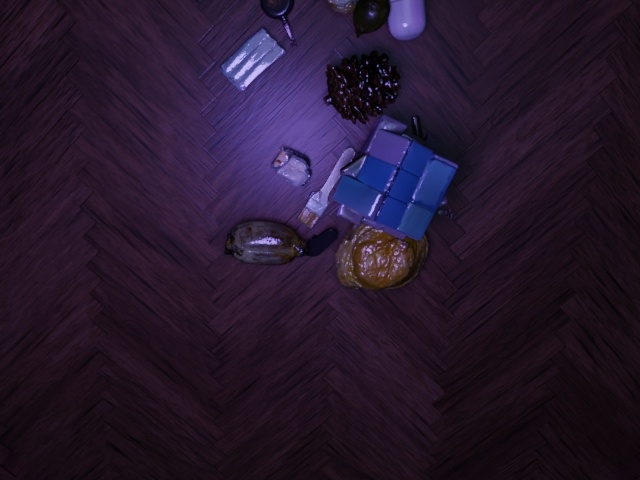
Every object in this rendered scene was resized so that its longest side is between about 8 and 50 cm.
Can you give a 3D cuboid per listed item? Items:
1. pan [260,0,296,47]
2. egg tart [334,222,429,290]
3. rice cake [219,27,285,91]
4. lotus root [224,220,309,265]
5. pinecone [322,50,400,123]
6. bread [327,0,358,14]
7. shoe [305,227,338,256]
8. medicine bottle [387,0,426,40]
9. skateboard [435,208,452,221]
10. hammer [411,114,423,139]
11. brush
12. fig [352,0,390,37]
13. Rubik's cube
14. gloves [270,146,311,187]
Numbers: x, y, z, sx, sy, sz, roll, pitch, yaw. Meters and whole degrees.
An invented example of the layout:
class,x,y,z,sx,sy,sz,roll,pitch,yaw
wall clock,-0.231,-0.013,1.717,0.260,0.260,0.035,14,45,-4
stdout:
class,x,y,z,sx,sy,sz,roll,pitch,yaw
pan,-0.129,-0.754,1.658,0.115,0.040,0.212,-18,106,11
egg tart,0.234,0.047,1.846,0.352,0.153,0.339,7,103,-4
rice cake,-0.235,-0.618,1.699,0.211,0.038,0.124,-43,103,12
lotus root,-0.195,0.018,1.833,0.309,0.173,0.173,4,107,-1
pinecone,0.139,-0.507,1.645,0.273,0.224,0.224,-18,106,-8
bread,0.043,-0.847,1.610,0.128,0.088,0.232,-40,96,2
shoe,0.000,0.000,1.879,0.071,0.049,0.179,38,126,-22
medicine bottle,0.265,-0.825,1.591,0.130,0.130,0.340,-8,107,2
skateboard,0.462,-0.096,1.835,0.064,0.083,0.032,5,107,-1
hammer,0.368,-0.307,1.801,0.125,0.027,0.297,-11,107,-2
brush,0.029,-0.200,1.836,0.085,0.020,0.336,32,103,-9
fig,0.147,-0.721,1.607,0.117,0.177,0.117,9,72,-28
Rubik's cube,0.250,-0.205,1.652,0.358,0.368,0.387,25,99,-8
gloves,-0.099,-0.265,1.790,0.153,0.070,0.114,34,96,-17
